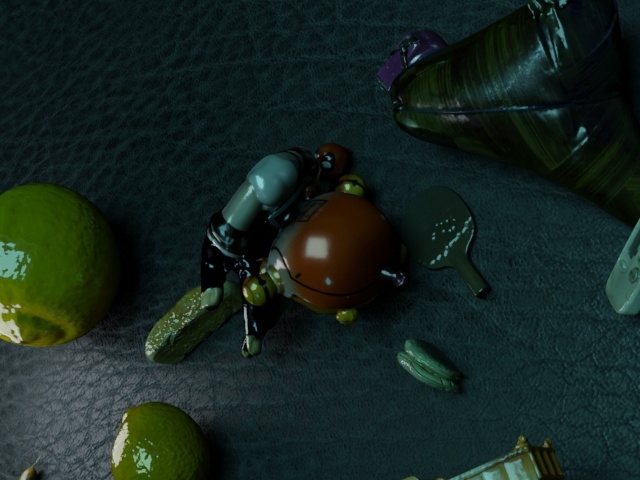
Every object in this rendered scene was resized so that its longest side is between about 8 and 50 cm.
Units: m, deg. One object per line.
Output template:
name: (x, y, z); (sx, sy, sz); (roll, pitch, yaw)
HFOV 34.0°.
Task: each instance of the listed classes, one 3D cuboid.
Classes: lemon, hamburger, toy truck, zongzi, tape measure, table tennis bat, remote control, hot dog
lemon: (-0.295, 0.397, 1.921); (0.187, 0.187, 0.244); (-48, 51, 14)
hamburger: (0.174, 0.204, 1.704); (0.121, 0.084, 0.054); (39, 98, 36)
toy truck: (0.200, 0.367, 1.435); (0.270, 0.114, 0.135); (-31, 62, 24)
zongzi: (0.328, -0.141, 1.673); (0.403, 0.208, 0.432); (-20, 89, 41)
lemon: (-0.575, 0.051, 2.155); (0.348, 0.348, 0.348); (-12, 68, 33)
tape measure: (0.171, -0.313, 1.849); (0.118, 0.125, 0.074); (-55, 51, 30)
table tennis bat: (0.217, 0.006, 1.781); (0.131, 0.022, 0.234); (-42, 53, 17)
remote control: (0.485, 0.004, 1.505); (0.090, 0.049, 0.230); (-95, 21, -57)
hot dog: (-0.248, 0.149, 2.033); (0.242, 0.084, 0.073); (-42, 56, 20)

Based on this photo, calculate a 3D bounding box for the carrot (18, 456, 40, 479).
carrot: (-0.644, 0.597, 2.195); (0.078, 0.078, 0.298); (2, 71, 37)

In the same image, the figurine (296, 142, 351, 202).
figurine: (0.006, -0.120, 1.942); (0.068, 0.075, 0.140); (35, 87, 40)

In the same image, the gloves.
gloves: (-0.132, 0.067, 1.907); (0.152, 0.197, 0.301); (-29, 60, 57)

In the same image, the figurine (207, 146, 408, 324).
figurine: (0.000, -0.003, 1.790); (0.323, 0.196, 0.320); (39, 64, 3)
